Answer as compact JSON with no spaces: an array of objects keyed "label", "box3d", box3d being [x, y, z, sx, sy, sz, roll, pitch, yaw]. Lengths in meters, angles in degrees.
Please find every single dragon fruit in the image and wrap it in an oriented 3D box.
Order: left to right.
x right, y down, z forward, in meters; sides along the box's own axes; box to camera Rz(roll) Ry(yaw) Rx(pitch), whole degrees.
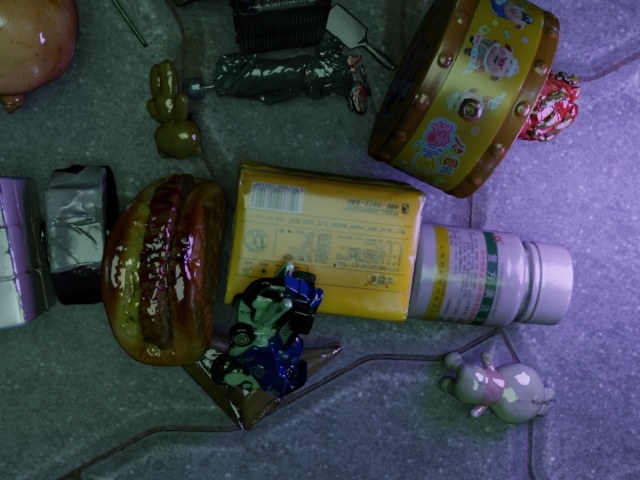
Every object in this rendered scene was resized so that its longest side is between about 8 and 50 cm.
[{"label":"dragon fruit","box3d":[0.472,-0.299,1.937,0.172,0.160,0.166,-12,59,-19]}]

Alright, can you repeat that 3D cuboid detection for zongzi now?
[{"label":"zongzi","box3d":[-0.139,0.232,1.924,0.289,0.123,0.260,-42,94,-1]}]

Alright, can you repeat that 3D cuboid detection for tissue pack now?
[{"label":"tissue pack","box3d":[0.000,0.000,1.865,0.382,0.228,0.293,7,96,-5]}]

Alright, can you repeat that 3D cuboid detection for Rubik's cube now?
[{"label":"Rubik's cube","box3d":[-0.717,0.032,1.768,0.290,0.292,0.291,-9,96,-5]}]

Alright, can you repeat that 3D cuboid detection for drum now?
[{"label":"drum","box3d":[0.276,-0.305,1.773,0.214,0.431,0.431,25,92,-7]}]

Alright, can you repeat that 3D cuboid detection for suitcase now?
[{"label":"suitcase","box3d":[-0.080,-0.480,1.783,0.202,0.312,0.128,-8,84,-4]}]

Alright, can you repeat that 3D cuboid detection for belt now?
[{"label":"belt","box3d":[-0.500,-0.011,1.844,0.164,0.184,0.289,-3,89,0]}]

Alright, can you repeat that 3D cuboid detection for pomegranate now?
[{"label":"pomegranate","box3d":[-0.638,-0.408,1.745,0.338,0.338,0.338,0,95,-5]}]

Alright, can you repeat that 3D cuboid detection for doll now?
[{"label":"doll","box3d":[-0.304,-0.275,1.885,0.097,0.137,0.209,-18,103,-47]},{"label":"doll","box3d":[0.399,0.336,1.988,0.275,0.113,0.155,18,90,-6]}]

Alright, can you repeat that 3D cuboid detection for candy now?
[{"label":"candy","box3d":[-0.461,-0.531,1.867,0.091,0.083,0.305,-35,105,-4]}]

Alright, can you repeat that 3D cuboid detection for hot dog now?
[{"label":"hot dog","box3d":[-0.315,0.046,1.797,0.185,0.223,0.405,2,77,16]}]

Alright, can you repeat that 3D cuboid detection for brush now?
[{"label":"brush","box3d":[0.089,-0.434,1.946,0.193,0.016,0.063,39,91,-7]}]

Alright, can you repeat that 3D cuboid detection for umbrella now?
[{"label":"umbrella","box3d":[-0.108,-0.346,1.878,0.349,0.094,0.143,-8,126,2]}]

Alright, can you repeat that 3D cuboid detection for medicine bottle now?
[{"label":"medicine bottle","box3d":[0.349,0.080,1.916,0.340,0.208,0.208,7,94,-6]}]

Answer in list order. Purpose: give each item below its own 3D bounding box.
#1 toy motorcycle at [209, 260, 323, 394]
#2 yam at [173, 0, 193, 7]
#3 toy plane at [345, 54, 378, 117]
[{"label":"toy motorcycle","box3d":[-0.093,0.197,1.760,0.196,0.125,0.331,16,129,-14]},{"label":"yam","box3d":[-0.296,-0.599,1.836,0.154,0.154,0.254,-33,102,-2]},{"label":"toy plane","box3d":[0.082,-0.331,1.944,0.060,0.037,0.145,-16,97,-8]}]
